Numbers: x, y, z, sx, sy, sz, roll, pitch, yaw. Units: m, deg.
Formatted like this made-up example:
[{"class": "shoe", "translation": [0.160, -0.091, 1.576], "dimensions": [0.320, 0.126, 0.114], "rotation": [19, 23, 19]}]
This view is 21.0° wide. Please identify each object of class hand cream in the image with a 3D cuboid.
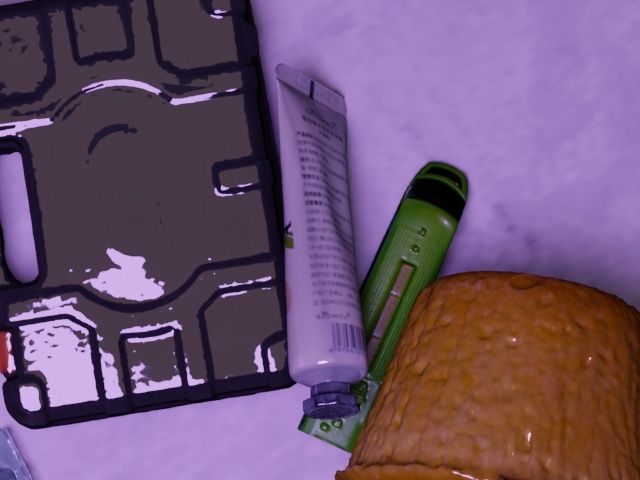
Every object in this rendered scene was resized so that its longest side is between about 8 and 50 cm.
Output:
[{"class": "hand cream", "translation": [0.000, 0.000, 1.125], "dimensions": [0.050, 0.080, 0.234], "rotation": [-17, 64, 32]}]

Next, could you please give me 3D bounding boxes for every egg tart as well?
[{"class": "egg tart", "translation": [0.122, 0.118, 1.091], "dimensions": [0.215, 0.215, 0.170], "rotation": [11, 74, -2]}]

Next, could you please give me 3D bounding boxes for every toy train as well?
[{"class": "toy train", "translation": [0.047, 0.041, 1.166], "dimensions": [0.044, 0.042, 0.209], "rotation": [24, 85, -1]}]

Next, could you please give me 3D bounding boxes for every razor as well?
[{"class": "razor", "translation": [-0.226, 0.166, 1.099], "dimensions": [0.040, 0.135, 0.068], "rotation": [-29, 87, 14]}]

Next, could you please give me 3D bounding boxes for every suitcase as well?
[{"class": "suitcase", "translation": [-0.128, -0.028, 1.152], "dimensions": [0.206, 0.066, 0.285], "rotation": [-9, 86, -3]}]
